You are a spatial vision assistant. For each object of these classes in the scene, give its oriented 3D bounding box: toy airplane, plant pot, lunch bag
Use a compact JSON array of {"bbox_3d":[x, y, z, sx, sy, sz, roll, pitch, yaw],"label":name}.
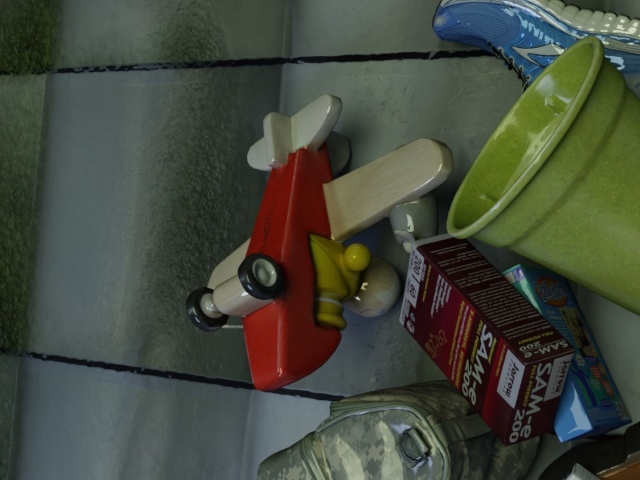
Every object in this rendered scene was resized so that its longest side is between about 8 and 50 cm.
[{"bbox_3d":[0.000,0.000,1.515,0.384,0.272,0.386,-56,24,2],"label":"toy airplane"},{"bbox_3d":[0.329,-0.051,1.278,0.254,0.276,0.276,34,105,-7],"label":"plant pot"},{"bbox_3d":[0.115,0.282,1.364,0.256,0.305,0.213,-38,69,26],"label":"lunch bag"}]

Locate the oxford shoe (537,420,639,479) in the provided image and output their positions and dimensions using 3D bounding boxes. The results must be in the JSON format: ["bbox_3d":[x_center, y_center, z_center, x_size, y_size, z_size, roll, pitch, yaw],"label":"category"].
[{"bbox_3d":[0.357,0.286,1.352,0.212,0.076,0.076,-30,110,36],"label":"oxford shoe"}]

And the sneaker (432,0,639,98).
[{"bbox_3d":[0.282,-0.233,1.417,0.330,0.129,0.147,23,94,31],"label":"sneaker"}]

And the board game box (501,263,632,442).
[{"bbox_3d":[0.295,0.136,1.349,0.047,0.160,0.210,-30,70,26],"label":"board game box"}]

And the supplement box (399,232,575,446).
[{"bbox_3d":[0.188,0.110,1.297,0.239,0.073,0.130,49,144,45],"label":"supplement box"}]

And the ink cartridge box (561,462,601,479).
[{"bbox_3d":[0.332,0.404,1.329,0.208,0.045,0.206,38,117,10],"label":"ink cartridge box"}]
